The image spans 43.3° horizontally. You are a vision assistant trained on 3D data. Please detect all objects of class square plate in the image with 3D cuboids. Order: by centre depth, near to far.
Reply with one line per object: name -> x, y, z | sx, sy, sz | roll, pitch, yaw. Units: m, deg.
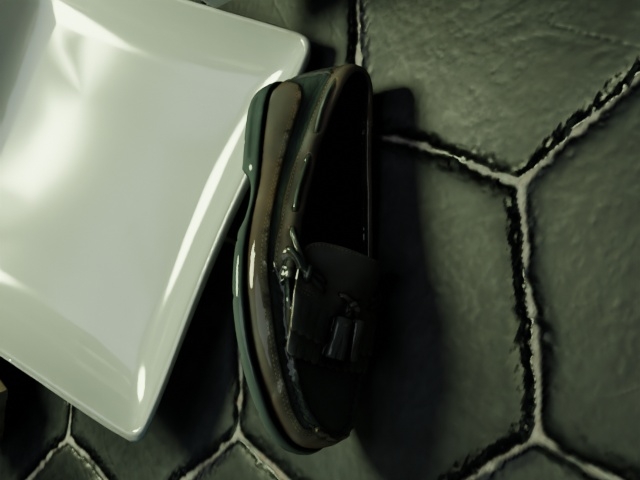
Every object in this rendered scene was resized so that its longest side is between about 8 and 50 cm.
square plate -> -0.207, -0.058, 0.709 | 0.344, 0.049, 0.347 | 24, 91, 25

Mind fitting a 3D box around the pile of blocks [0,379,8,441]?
pile of blocks -> -0.460, 0.071, 0.842 | 0.149, 0.113, 0.362 | -33, 84, 49

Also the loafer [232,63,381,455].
loafer -> 0.000, 0.000, 0.530 | 0.084, 0.096, 0.267 | -20, 63, 34

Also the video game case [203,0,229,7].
video game case -> 0.031, -0.367, 0.605 | 0.300, 0.036, 0.328 | -14, 60, 43
